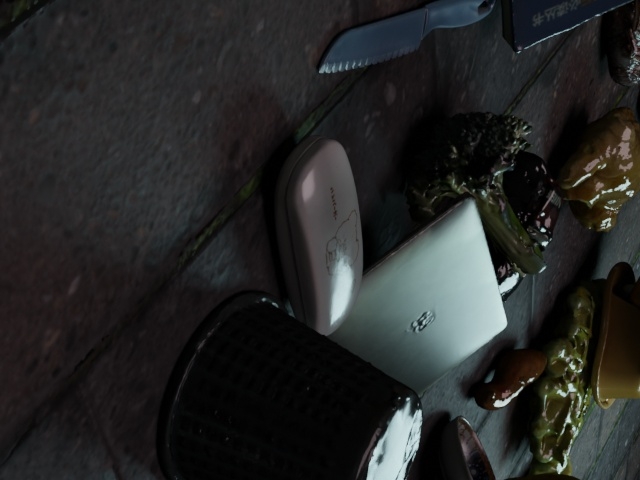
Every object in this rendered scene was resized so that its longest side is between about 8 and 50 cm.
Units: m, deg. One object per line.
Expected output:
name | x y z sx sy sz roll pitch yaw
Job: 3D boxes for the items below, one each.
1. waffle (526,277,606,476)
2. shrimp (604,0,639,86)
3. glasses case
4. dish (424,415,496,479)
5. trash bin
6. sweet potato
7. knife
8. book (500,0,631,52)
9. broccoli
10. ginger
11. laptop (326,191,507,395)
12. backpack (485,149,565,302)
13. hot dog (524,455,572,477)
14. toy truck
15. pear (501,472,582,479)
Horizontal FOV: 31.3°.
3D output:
waffle | 0.398 0.220 1.805 0.297 0.073 0.317 -35 132 -54
shrimp | 0.412 -0.286 1.510 0.073 0.075 0.190 -24 125 -14
glasses case | 0.000 0.000 0.935 0.074 0.049 0.193 -50 148 -36
dish | 0.168 0.300 1.439 0.141 0.078 0.141 57 18 -30
trash bin | -0.011 0.145 0.893 0.175 0.161 0.176 -45 146 -43
sweet potato | 0.263 0.183 1.560 0.055 0.058 0.202 -36 173 39
knife | 0.085 -0.189 1.013 0.313 0.019 0.045 -28 134 -51
book | 0.283 -0.405 1.044 0.300 0.039 0.428 -27 136 -12
broccoli | 0.168 -0.039 1.130 0.204 0.118 0.122 57 49 -36
ginger | 0.390 -0.096 1.555 0.157 0.102 0.216 -59 153 -7
laptop | 0.098 0.077 1.138 0.187 0.015 0.269 -37 146 -8
backpack | 0.203 -0.015 1.249 0.120 0.105 0.165 28 79 -68
hot dog | 0.365 0.433 1.899 0.242 0.073 0.084 -39 135 -47
toy truck | 0.556 0.142 1.784 0.204 0.211 0.288 46 59 -57
pear | 0.285 0.472 1.527 0.314 0.314 0.314 -41 142 -44
